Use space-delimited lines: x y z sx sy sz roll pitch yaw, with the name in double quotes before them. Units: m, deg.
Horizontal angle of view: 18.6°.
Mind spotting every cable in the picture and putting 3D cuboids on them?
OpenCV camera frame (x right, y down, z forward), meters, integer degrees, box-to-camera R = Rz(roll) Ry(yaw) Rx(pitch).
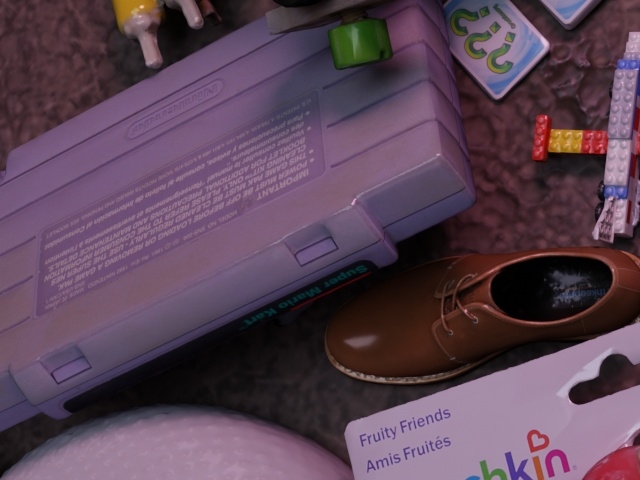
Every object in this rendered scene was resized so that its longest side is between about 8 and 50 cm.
"cable" -0.126 -0.250 1.334 0.139 0.072 0.287 -39 64 6

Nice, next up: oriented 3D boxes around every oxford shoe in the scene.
"oxford shoe" 0.090 0.037 1.162 0.212 0.076 0.076 -15 74 24

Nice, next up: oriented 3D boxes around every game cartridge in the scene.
"game cartridge" -0.076 -0.027 1.210 0.355 0.068 0.230 -26 43 18

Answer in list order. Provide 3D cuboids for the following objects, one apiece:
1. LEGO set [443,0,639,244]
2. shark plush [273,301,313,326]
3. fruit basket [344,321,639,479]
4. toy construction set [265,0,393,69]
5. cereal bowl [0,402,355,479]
"LEGO set" 0.187 -0.117 1.164 0.182 0.060 0.244 -45 64 14
"shark plush" 0.000 0.000 1.216 0.161 0.067 0.073 -19 70 20
"fruit basket" 0.185 0.211 1.019 0.327 0.165 0.353 -20 73 20
"toy construction set" 0.078 -0.227 1.123 0.308 0.257 0.237 -13 83 29
"cereal bowl" -0.107 0.258 1.167 0.339 0.141 0.339 -6 75 23
